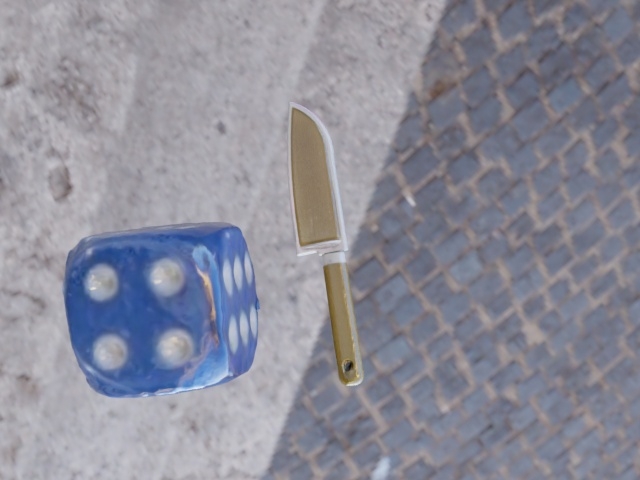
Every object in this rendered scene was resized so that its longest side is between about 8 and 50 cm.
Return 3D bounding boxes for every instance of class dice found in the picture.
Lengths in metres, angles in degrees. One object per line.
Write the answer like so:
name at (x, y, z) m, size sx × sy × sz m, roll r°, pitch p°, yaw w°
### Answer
dice at (-0.138, 0.060, 1.308) m, size 0.146 × 0.143 × 0.147 m, roll -5°, pitch 95°, yaw 13°

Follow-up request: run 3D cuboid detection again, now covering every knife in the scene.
knife at (0.000, 0.000, 1.265) m, size 0.046 × 0.256 × 0.022 m, roll -12°, pitch 168°, yaw 15°
